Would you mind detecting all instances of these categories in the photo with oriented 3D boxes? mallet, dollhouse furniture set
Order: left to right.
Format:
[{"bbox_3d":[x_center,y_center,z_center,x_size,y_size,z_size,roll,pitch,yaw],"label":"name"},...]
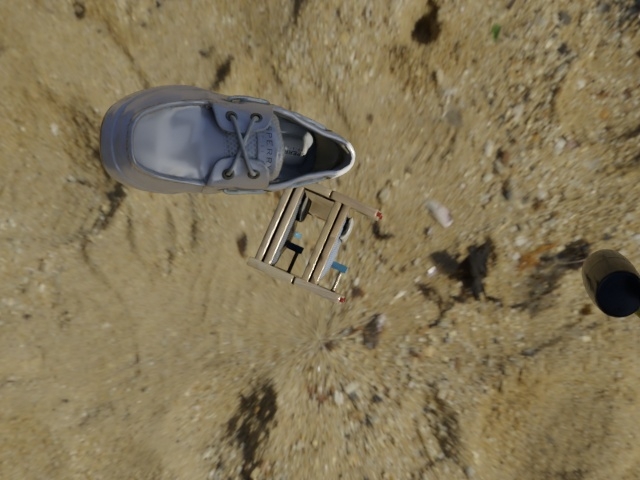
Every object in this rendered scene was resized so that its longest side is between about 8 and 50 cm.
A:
[{"bbox_3d":[0.000,0.000,1.413,0.129,0.184,0.129,24,90,5],"label":"dollhouse furniture set"},{"bbox_3d":[0.267,0.077,0.806,0.190,0.062,0.039,40,105,-16],"label":"mallet"}]

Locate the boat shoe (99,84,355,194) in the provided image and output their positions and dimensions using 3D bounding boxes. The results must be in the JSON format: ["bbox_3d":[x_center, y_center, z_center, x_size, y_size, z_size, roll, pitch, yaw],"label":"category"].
[{"bbox_3d":[-0.072,-0.090,0.982,0.096,0.277,0.098,9,100,40],"label":"boat shoe"}]
